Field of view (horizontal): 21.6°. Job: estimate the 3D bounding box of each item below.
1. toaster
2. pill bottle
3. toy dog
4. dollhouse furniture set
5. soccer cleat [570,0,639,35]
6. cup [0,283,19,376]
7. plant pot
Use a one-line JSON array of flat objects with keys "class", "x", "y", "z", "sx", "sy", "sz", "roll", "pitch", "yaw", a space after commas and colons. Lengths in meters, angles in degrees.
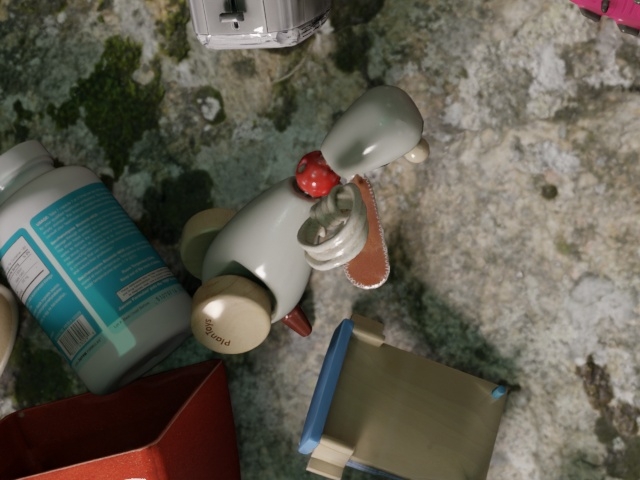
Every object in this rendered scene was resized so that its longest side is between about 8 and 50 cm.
[{"class": "toaster", "x": -0.060, "y": -0.279, "z": 1.692, "sx": 0.129, "sy": 0.227, "sz": 0.147, "roll": 0, "pitch": 109, "yaw": 16}, {"class": "pill bottle", "x": -0.256, "y": 0.023, "z": 1.775, "sx": 0.146, "sy": 0.146, "sz": 0.264, "roll": -39, "pitch": 82, "yaw": 13}, {"class": "toy dog", "x": 0.000, "y": 0.000, "z": 1.694, "sx": 0.333, "sy": 0.161, "sz": 0.220, "roll": -27, "pitch": 42, "yaw": 42}, {"class": "dollhouse furniture set", "x": 0.101, "y": 0.265, "z": 1.731, "sx": 0.286, "sy": 0.198, "sz": 0.303, "roll": 19, "pitch": 65, "yaw": -7}, {"class": "soccer cleat", "x": 0.399, "y": -0.267, "z": 1.618, "sx": 0.331, "sy": 0.116, "sz": 0.143, "roll": 9, "pitch": 78, "yaw": 12}, {"class": "cup", "x": -0.519, "y": 0.110, "z": 1.765, "sx": 0.237, "sy": 0.331, "sz": 0.331, "roll": 37, "pitch": 101, "yaw": 16}, {"class": "plant pot", "x": -0.217, "y": 0.299, "z": 1.729, "sx": 0.267, "sy": 0.267, "sz": 0.236, "roll": -15, "pitch": 100, "yaw": 15}]
